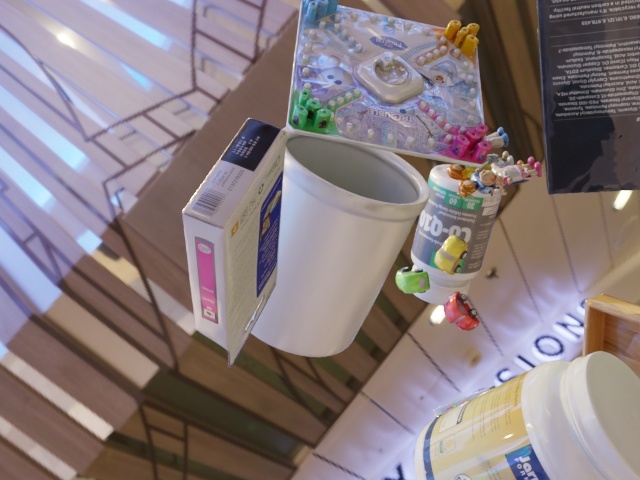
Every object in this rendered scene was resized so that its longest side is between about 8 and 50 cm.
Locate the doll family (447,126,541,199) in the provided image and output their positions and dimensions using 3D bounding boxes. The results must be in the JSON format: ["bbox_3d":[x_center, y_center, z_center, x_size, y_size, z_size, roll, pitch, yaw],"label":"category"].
[{"bbox_3d":[0.385,-0.154,1.737,0.163,0.263,0.118,-13,-57,-8],"label":"doll family"}]

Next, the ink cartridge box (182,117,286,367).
[{"bbox_3d":[-0.114,0.019,1.058,0.371,0.069,0.175,95,-161,-54],"label":"ink cartridge box"}]

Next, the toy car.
[{"bbox_3d":[0.267,0.107,1.833,0.053,0.225,0.239,-21,-75,-44],"label":"toy car"}]

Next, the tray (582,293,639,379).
[{"bbox_3d":[0.747,0.268,1.588,0.076,0.411,0.202,-14,-70,-31],"label":"tray"}]

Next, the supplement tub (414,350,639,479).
[{"bbox_3d":[0.319,0.314,1.100,0.228,0.228,0.316,-5,-27,-48],"label":"supplement tub"}]

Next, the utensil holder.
[{"bbox_3d":[0.000,0.000,1.572,0.328,0.327,0.385,-8,-49,-47],"label":"utensil holder"}]

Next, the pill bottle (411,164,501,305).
[{"bbox_3d":[0.368,-0.013,2.103,0.204,0.204,0.361,-14,-57,-43],"label":"pill bottle"}]

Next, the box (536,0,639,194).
[{"bbox_3d":[0.609,-0.412,1.572,0.480,0.297,0.471,-63,-36,-57],"label":"box"}]

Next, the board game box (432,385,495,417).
[{"bbox_3d":[0.371,0.459,1.724,0.160,0.211,0.039,-31,-15,31],"label":"board game box"}]

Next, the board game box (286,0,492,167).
[{"bbox_3d":[0.142,-0.336,1.498,0.390,0.390,0.050,10,-37,-8],"label":"board game box"}]
